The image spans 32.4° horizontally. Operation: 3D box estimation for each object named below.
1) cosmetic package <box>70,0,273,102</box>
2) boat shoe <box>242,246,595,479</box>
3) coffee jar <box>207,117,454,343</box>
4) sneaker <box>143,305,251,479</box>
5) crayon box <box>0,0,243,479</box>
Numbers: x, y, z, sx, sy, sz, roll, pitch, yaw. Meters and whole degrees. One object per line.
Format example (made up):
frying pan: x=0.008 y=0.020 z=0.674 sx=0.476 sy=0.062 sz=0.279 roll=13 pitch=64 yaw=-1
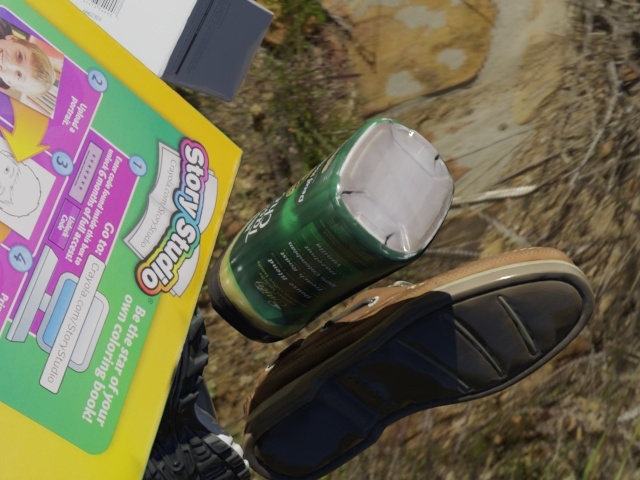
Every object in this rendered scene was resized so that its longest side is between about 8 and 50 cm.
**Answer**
cosmetic package: x=-0.212 y=-0.288 z=1.359 sx=0.224 sy=0.224 sz=0.138 roll=29 pitch=98 yaw=15
boat shoe: x=0.062 y=0.075 z=0.863 sx=0.307 sy=0.104 sz=0.111 roll=-29 pitch=121 yaw=20
coffee jar: x=0.000 y=0.000 z=0.726 sx=0.079 sy=0.096 sz=0.184 roll=42 pitch=141 yaw=-10
sneaker: x=-0.130 y=0.101 z=0.805 sx=0.108 sy=0.100 sz=0.271 roll=50 pitch=159 yaw=47
crayon box: x=-0.143 y=0.027 z=0.453 sx=0.081 sy=0.278 sz=0.165 roll=-21 pitch=131 yaw=38
